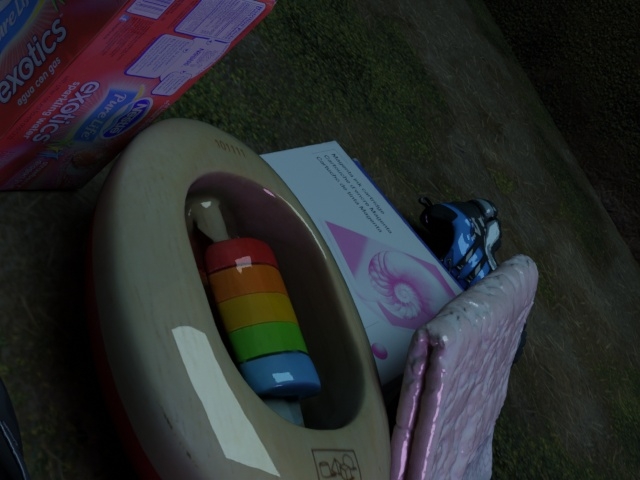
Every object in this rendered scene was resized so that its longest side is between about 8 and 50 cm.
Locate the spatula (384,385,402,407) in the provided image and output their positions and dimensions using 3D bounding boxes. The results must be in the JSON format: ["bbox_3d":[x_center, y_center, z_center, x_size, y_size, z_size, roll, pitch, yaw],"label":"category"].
[{"bbox_3d":[0.066,0.217,1.005,0.168,0.019,0.242,50,28,3],"label":"spatula"}]

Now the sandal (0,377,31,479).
[{"bbox_3d":[-0.234,0.172,0.565,0.097,0.054,0.254,6,54,-54],"label":"sandal"}]

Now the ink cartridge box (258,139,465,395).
[{"bbox_3d":[0.056,0.014,1.038,0.330,0.071,0.324,-20,65,-48],"label":"ink cartridge box"}]

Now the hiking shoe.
[{"bbox_3d":[0.240,0.072,1.355,0.132,0.113,0.304,1,60,-20],"label":"hiking shoe"}]

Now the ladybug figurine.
[{"bbox_3d":[-0.087,0.097,0.751,0.305,0.162,0.449,18,45,-48],"label":"ladybug figurine"}]

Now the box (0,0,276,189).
[{"bbox_3d":[-0.208,-0.180,0.724,0.154,0.300,0.142,-6,64,-57],"label":"box"}]

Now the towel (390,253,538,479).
[{"bbox_3d":[0.155,0.195,0.907,0.053,0.317,0.332,15,17,24],"label":"towel"}]
